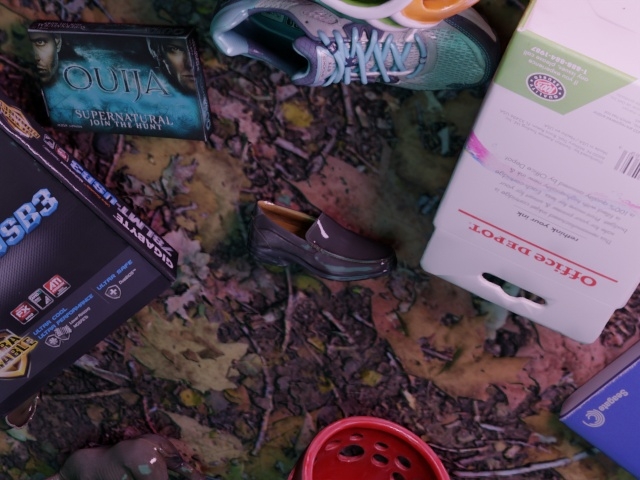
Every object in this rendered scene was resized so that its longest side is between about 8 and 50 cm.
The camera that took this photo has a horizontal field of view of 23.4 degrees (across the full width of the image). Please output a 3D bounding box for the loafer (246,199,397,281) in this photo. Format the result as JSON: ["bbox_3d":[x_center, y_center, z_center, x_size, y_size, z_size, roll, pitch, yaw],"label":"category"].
[{"bbox_3d":[0.000,0.000,1.651,0.170,0.062,0.061,9,123,14],"label":"loafer"}]

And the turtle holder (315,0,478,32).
[{"bbox_3d":[0.036,-0.320,1.284,0.243,0.227,0.320,-21,115,34],"label":"turtle holder"}]

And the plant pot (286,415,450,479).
[{"bbox_3d":[0.039,0.325,1.800,0.191,0.191,0.174,31,140,-2],"label":"plant pot"}]

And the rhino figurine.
[{"bbox_3d":[-0.270,0.305,1.983,0.243,0.073,0.106,-16,121,33],"label":"rhino figurine"}]

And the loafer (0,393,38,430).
[{"bbox_3d":[-0.358,0.144,1.883,0.087,0.094,0.251,21,129,10],"label":"loafer"}]

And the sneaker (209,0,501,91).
[{"bbox_3d":[0.028,-0.180,1.461,0.283,0.122,0.110,13,129,13],"label":"sneaker"}]

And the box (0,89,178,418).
[{"bbox_3d":[-0.363,0.020,1.730,0.295,0.073,0.293,-37,116,19],"label":"box"}]

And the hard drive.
[{"bbox_3d":[0.444,0.224,1.646,0.318,0.040,0.210,37,130,-7],"label":"hard drive"}]

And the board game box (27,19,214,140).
[{"bbox_3d":[-0.211,-0.170,1.631,0.186,0.026,0.126,5,127,19],"label":"board game box"}]

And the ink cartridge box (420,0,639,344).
[{"bbox_3d":[0.238,-0.071,1.435,0.207,0.119,0.353,25,142,4],"label":"ink cartridge box"}]
